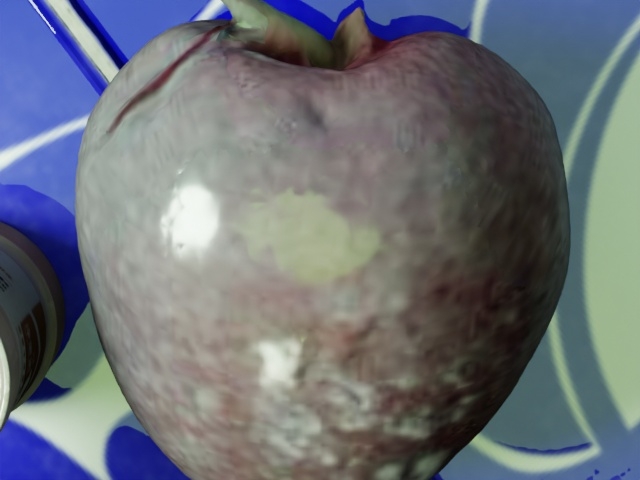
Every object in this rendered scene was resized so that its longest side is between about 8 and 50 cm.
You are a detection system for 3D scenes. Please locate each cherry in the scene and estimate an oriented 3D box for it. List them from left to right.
[{"bbox_3d":[0.000,0.000,0.775,0.213,0.183,0.266,6,114,8],"label":"cherry"}]

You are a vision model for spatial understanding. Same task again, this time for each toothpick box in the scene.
[{"bbox_3d":[-0.173,0.046,0.798,0.098,0.149,0.098,0,99,1],"label":"toothpick box"}]
